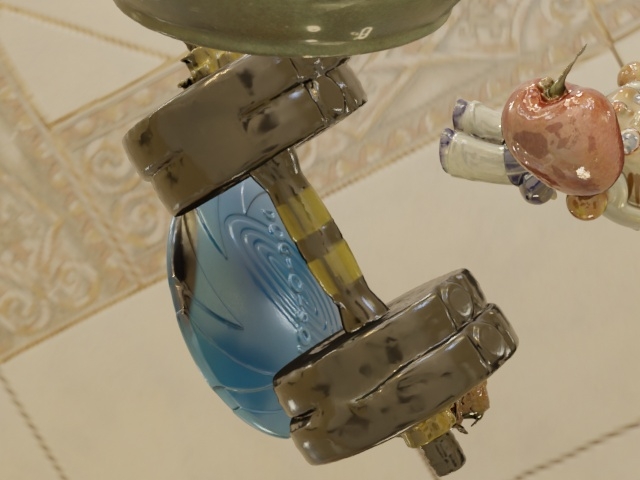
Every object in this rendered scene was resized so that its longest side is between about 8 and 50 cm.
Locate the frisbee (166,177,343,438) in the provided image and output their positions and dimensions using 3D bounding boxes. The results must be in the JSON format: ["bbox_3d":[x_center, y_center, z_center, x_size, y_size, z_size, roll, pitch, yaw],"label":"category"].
[{"bbox_3d":[-0.037,0.048,1.339,0.045,0.242,0.242,-24,103,31],"label":"frisbee"}]

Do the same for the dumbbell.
[{"bbox_3d":[0.000,0.000,1.149,0.185,0.185,0.388,-31,91,13],"label":"dumbbell"}]

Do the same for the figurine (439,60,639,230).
[{"bbox_3d":[0.252,-0.076,1.515,0.274,0.194,0.133,-10,133,12],"label":"figurine"}]

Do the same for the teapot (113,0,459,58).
[{"bbox_3d":[0.005,-0.200,0.599,0.203,0.171,0.225,-15,123,-33],"label":"teapot"}]

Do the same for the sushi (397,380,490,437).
[{"bbox_3d":[0.081,0.147,1.748,0.149,0.287,0.140,12,83,-30],"label":"sushi"}]

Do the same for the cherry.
[{"bbox_3d":[0.215,-0.089,1.373,0.087,0.106,0.126,-41,103,-19],"label":"cherry"}]
